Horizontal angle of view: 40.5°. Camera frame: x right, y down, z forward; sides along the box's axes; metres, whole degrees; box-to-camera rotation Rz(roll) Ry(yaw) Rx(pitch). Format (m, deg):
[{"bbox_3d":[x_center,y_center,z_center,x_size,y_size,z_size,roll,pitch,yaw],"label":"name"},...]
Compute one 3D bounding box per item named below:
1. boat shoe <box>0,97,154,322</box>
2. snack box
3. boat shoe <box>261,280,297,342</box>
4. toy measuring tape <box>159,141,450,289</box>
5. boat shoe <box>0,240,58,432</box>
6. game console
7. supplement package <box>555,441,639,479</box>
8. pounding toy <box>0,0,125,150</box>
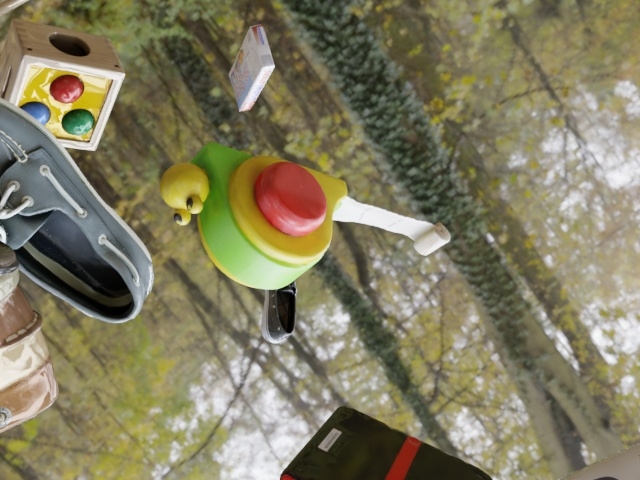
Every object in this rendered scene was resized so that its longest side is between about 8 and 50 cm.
[{"bbox_3d":[-0.292,-0.032,0.876,0.116,0.319,0.099,-39,-152,9],"label":"boat shoe"},{"bbox_3d":[-0.103,-0.249,1.272,0.022,0.064,0.178,-15,173,-18],"label":"snack box"},{"bbox_3d":[-0.050,0.068,1.169,0.040,0.049,0.142,-21,-121,45],"label":"boat shoe"},{"bbox_3d":[0.000,0.000,0.814,0.121,0.330,0.121,-26,-124,47],"label":"toy measuring tape"},{"bbox_3d":[-0.292,0.115,0.452,0.324,0.119,0.122,-26,-162,-4],"label":"boat shoe"},{"bbox_3d":[0.133,0.423,1.486,0.386,0.342,0.060,-20,132,-74],"label":"game console"},{"bbox_3d":[0.178,0.272,0.681,0.244,0.139,0.134,-22,158,-13],"label":"supplement package"},{"bbox_3d":[-0.353,-0.212,1.058,0.181,0.206,0.094,-58,-136,33],"label":"pounding toy"}]
